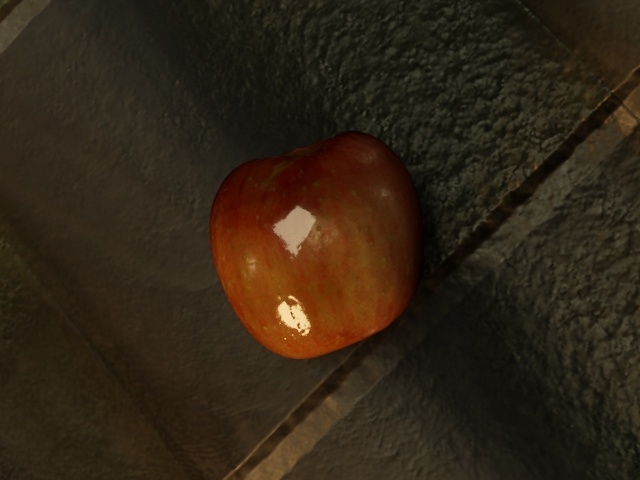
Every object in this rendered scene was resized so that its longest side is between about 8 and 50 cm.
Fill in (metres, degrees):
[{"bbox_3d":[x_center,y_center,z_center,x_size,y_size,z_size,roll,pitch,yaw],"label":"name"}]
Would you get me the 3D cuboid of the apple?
[{"bbox_3d":[0.000,0.000,1.525,0.181,0.181,0.168,-20,98,18],"label":"apple"}]
